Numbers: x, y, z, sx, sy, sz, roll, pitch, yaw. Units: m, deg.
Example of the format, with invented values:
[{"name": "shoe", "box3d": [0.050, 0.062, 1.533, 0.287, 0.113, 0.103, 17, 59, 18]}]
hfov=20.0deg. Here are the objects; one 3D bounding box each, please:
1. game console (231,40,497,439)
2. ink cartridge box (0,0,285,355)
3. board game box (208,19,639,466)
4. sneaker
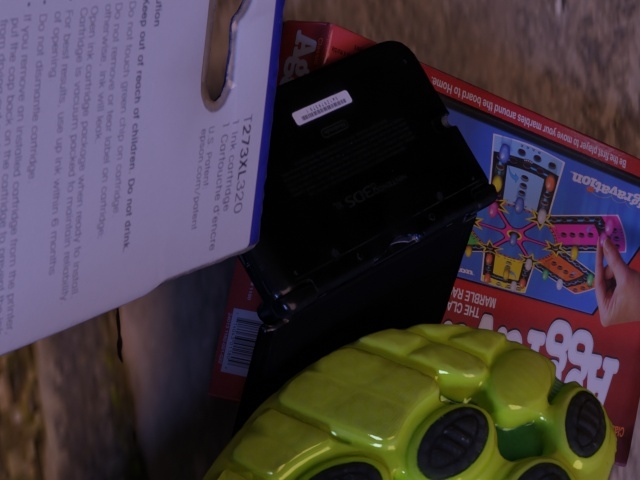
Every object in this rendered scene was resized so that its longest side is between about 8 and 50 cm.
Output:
[{"name": "game console", "box3d": [0.000, 0.000, 0.662, 0.122, 0.071, 0.107, -28, 87, -44]}, {"name": "ink cartridge box", "box3d": [-0.118, -0.048, 0.393, 0.371, 0.069, 0.176, -21, 122, -58]}, {"name": "board game box", "box3d": [0.067, 0.013, 0.775, 0.281, 0.027, 0.145, 16, 86, -51]}, {"name": "sneaker", "box3d": [-0.019, 0.137, 0.629, 0.295, 0.109, 0.123, -40, 166, -22]}]
